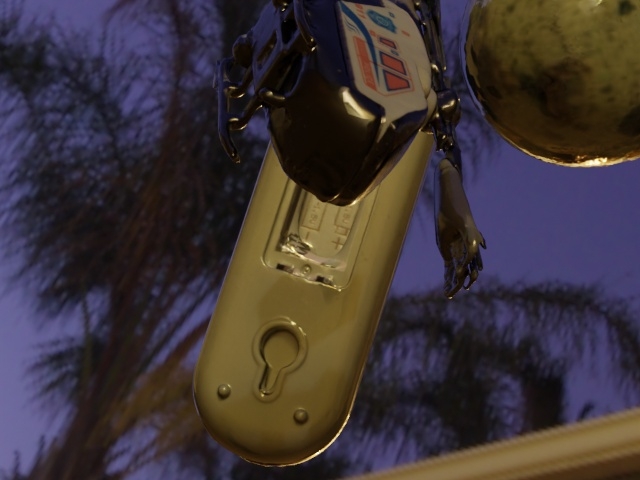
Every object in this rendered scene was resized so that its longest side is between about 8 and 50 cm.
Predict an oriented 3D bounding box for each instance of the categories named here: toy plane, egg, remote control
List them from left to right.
[{"bbox_3d":[0.000,0.000,0.653,0.078,0.221,0.042,17,-7,8],"label":"remote control"},{"bbox_3d":[0.010,-0.064,0.459,0.078,0.197,0.053,24,-58,-20],"label":"toy plane"},{"bbox_3d":[0.162,-0.116,0.752,0.141,0.181,0.141,51,-23,31],"label":"egg"}]
